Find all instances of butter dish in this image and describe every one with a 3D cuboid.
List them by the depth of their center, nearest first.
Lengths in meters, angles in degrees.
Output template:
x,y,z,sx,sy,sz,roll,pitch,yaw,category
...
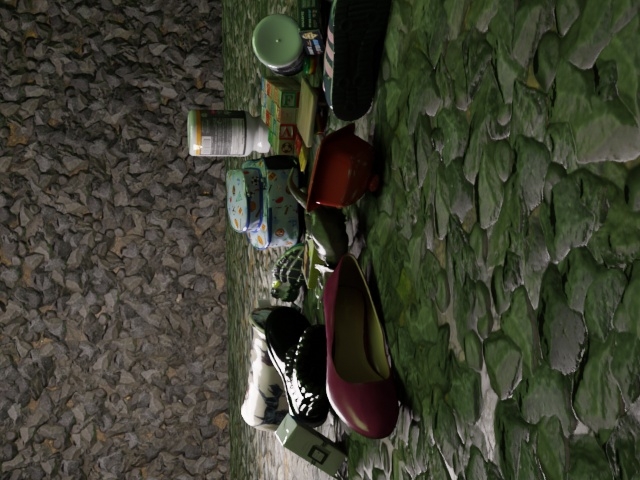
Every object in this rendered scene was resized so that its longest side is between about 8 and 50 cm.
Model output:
x,y,z,sx,sy,sz,roll,pitch,yaw,category
0.058,-0.127,1.362,0.160,0.118,0.160,-39,-34,-57,butter dish

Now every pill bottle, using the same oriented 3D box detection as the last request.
x,y,z,sx,sy,sz,roll,pitch,yaw,category
-0.093,-0.491,1.820,0.246,0.130,0.131,-54,-36,-83,pill bottle
-0.321,-0.375,2.490,0.162,0.278,0.162,179,90,-75,pill bottle

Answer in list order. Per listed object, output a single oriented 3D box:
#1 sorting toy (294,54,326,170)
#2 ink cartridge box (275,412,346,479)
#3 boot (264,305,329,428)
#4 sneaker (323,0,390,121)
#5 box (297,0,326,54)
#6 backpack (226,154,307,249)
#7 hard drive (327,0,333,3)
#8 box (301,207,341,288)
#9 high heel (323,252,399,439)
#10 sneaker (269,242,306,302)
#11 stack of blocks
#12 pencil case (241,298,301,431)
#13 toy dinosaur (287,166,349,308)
x,y,z,sx,sy,sz,roll,pitch,yaw,category
-0.020,-0.311,1.773,0.132,0.046,0.275,-112,26,-55,sorting toy
-0.010,0.483,1.655,0.060,0.180,0.104,-56,13,-6,ink cartridge box
-0.042,0.260,1.725,0.260,0.131,0.348,97,155,-54,boot
0.051,-0.395,1.353,0.131,0.112,0.319,-113,27,-49,sneaker
-0.019,-0.561,1.641,0.175,0.051,0.220,13,-105,-85,box
-0.151,-0.105,2.024,0.276,0.213,0.264,-162,61,-72,backpack
0.049,-0.594,1.460,0.254,0.054,0.172,-171,79,-76,hard drive
0.000,0.000,1.700,0.087,0.058,0.232,-111,25,-54,box
0.066,0.184,1.309,0.377,0.127,0.181,-115,23,-59,high heel
-0.081,0.070,1.950,0.275,0.107,0.110,124,160,-57,sneaker
-0.102,-0.359,2.013,0.297,0.087,0.171,-124,35,-65,stack of blocks
-0.143,0.375,2.086,0.183,0.159,0.410,-113,26,-55,pencil case
0.015,-0.021,1.481,0.160,0.121,0.314,-113,11,-50,toy dinosaur
